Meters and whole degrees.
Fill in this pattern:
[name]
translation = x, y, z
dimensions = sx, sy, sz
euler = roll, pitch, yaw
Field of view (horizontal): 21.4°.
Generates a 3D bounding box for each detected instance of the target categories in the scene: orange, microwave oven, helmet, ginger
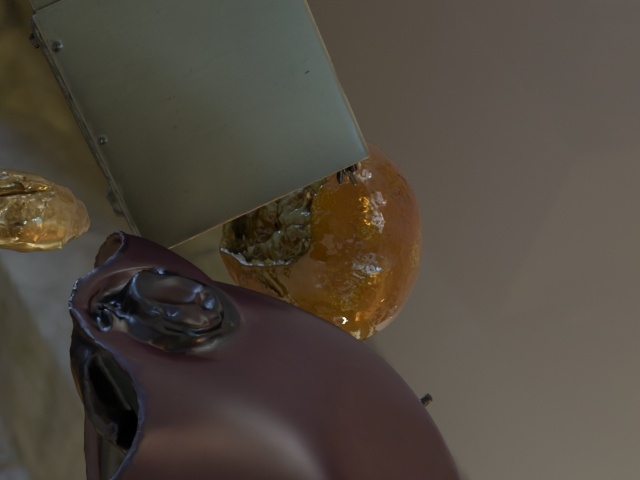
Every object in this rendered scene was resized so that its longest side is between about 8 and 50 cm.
[orange]
translation = 0.000, 0.000, 1.208
dimensions = 0.154, 0.134, 0.155
euler = -174, -90, -68
[microwave oven]
translation = -0.084, -0.116, 0.974
dimensions = 0.240, 0.145, 0.194
euler = -120, -171, -67
[helmet]
translation = -0.028, 0.153, 0.726
dimensions = 0.338, 0.197, 0.271
euler = -87, -175, -57
[ginger]
translation = -0.444, -0.054, 1.555
dimensions = 0.363, 0.348, 0.122
euler = 32, -68, 16

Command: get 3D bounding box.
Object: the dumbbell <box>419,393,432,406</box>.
[dumbbell]
translation = 0.055, 0.194, 1.626
dimensions = 0.147, 0.069, 0.069
euler = -44, -119, 24
